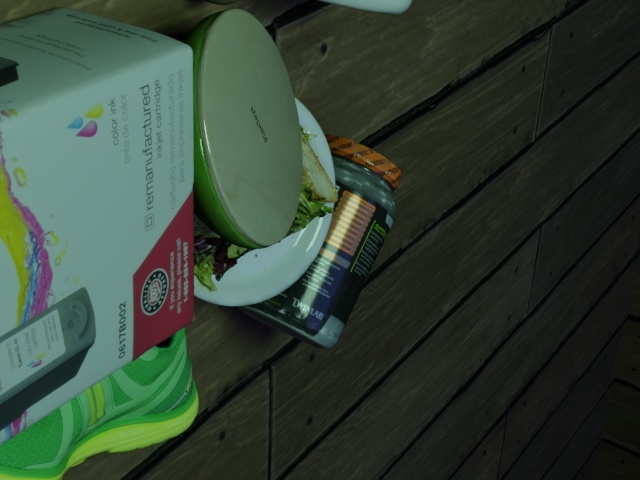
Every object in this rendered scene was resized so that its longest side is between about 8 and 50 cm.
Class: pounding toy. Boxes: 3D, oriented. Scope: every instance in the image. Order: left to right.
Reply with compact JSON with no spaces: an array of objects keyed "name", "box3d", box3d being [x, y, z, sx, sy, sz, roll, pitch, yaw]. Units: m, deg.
[{"name":"pounding toy","box3d":[-0.103,-0.105,0.860,0.183,0.110,0.237,-44,125,-65]}]

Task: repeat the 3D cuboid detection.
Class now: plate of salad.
[{"name":"plate of salad","box3d":[-0.061,-0.040,0.970,0.199,0.048,0.200,-7,101,-36]}]

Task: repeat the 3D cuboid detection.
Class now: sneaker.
[{"name":"sneaker","box3d":[-0.202,0.111,0.849,0.295,0.109,0.124,-11,104,-62]}]

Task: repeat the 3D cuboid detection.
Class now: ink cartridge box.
[{"name":"ink cartridge box","box3d":[-0.220,0.004,0.694,0.306,0.131,0.226,-36,138,-48]}]

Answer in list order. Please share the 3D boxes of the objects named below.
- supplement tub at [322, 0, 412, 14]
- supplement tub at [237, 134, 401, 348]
[{"name":"supplement tub","box3d":[0.026,-0.296,0.910,0.144,0.144,0.200,-12,118,-58]},{"name":"supplement tub","box3d":[0.000,0.000,1.095,0.190,0.117,0.117,-64,152,-9]}]
